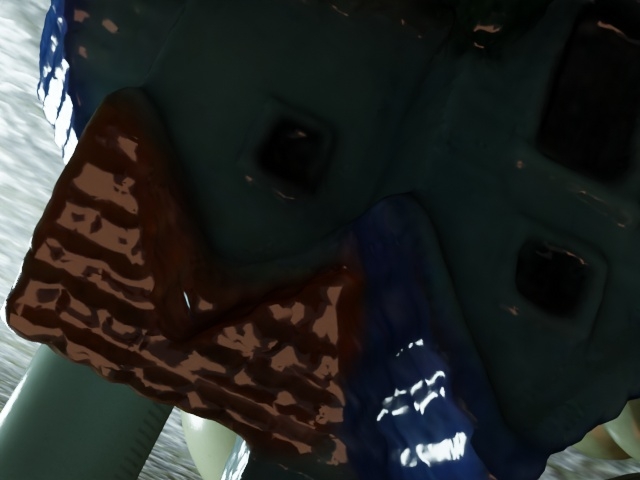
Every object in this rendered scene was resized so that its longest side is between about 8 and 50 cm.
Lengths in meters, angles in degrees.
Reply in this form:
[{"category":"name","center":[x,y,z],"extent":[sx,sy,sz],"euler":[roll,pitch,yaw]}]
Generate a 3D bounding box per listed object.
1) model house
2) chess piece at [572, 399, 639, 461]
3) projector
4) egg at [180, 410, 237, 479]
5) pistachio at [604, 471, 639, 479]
[{"category":"model house","center":[0.000,0.000,0.487],"extent":[0.295,0.329,0.252],"euler":[29,159,-12]},{"category":"chess piece","center":[0.226,0.090,0.700],"extent":[0.133,0.133,0.243],"euler":[35,158,-20]},{"category":"projector","center":[-0.151,0.100,0.810],"extent":[0.108,0.337,0.108],"euler":[22,157,10]},{"category":"egg","center":[-0.021,0.136,0.938],"extent":[0.188,0.188,0.253],"euler":[12,147,28]},{"category":"pistachio","center":[0.335,0.345,0.884],"extent":[0.445,0.281,0.365],"euler":[29,122,-5]}]
